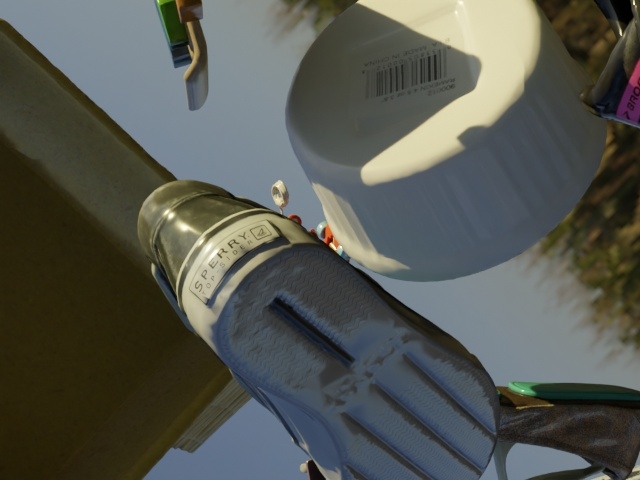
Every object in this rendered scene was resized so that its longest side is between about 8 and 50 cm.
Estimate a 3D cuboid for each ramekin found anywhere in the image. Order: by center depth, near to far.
[{"bbox_3d":[0.103,-0.113,1.357,0.277,0.277,0.135,53,179,46],"label":"ramekin"}]

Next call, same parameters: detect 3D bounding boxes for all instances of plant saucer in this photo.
[{"bbox_3d":[-0.231,0.036,1.066,0.333,0.081,0.333,43,-134,0],"label":"plant saucer"}]

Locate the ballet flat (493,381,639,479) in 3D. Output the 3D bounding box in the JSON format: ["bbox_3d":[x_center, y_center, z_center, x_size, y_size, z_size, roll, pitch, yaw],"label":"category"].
[{"bbox_3d":[0.157,0.175,1.396,0.316,0.106,0.107,8,-176,-12],"label":"ballet flat"}]

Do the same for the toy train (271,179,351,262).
[{"bbox_3d":[0.000,0.000,1.724,0.046,0.125,0.166,-11,-148,-27],"label":"toy train"}]

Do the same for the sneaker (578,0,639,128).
[{"bbox_3d":[0.295,-0.103,1.044,0.483,0.202,0.185,56,169,28],"label":"sneaker"}]

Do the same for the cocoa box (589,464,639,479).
[{"bbox_3d":[0.446,0.432,1.800,0.231,0.228,0.347,32,-139,-79],"label":"cocoa box"}]

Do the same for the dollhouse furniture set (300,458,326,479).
[{"bbox_3d":[0.007,0.214,1.693,0.081,0.091,0.114,166,93,-68],"label":"dollhouse furniture set"}]

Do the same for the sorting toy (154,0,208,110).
[{"bbox_3d":[-0.138,-0.242,1.318,0.307,0.041,0.229,141,116,-85],"label":"sorting toy"}]

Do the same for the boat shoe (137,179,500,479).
[{"bbox_3d":[0.009,0.061,0.915,0.119,0.121,0.335,47,176,41],"label":"boat shoe"}]

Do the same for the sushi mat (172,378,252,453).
[{"bbox_3d":[-0.120,0.154,1.923,0.151,0.316,0.019,29,-153,-40],"label":"sushi mat"}]
